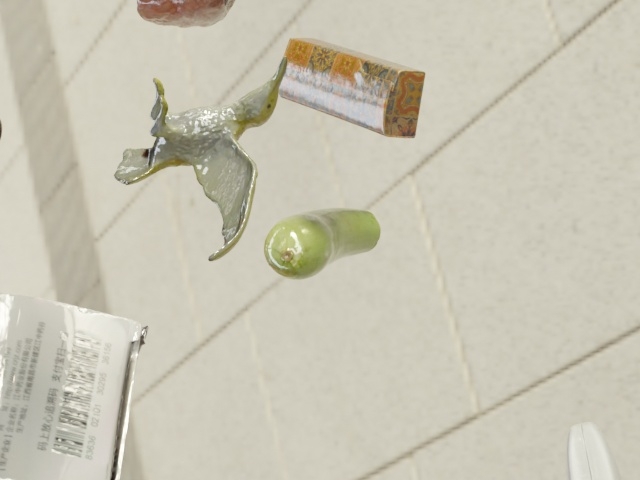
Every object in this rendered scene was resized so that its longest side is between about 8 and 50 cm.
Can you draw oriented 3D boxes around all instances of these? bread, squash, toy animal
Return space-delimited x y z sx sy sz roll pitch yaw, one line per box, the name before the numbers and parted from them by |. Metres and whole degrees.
bread | -0.147 -0.348 1.765 0.244 0.123 0.190 -52 -30 -83
squash | 0.000 0.000 1.867 0.083 0.250 0.083 3 97 22
toy animal | -0.090 -0.089 1.147 0.155 0.095 0.219 -61 23 30

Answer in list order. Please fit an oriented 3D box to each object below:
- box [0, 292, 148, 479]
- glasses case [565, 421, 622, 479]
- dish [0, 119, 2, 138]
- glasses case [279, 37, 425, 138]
box | -0.249 0.200 1.229 0.333 0.145 0.173 117 162 -52
glasses case | 0.243 0.241 1.267 0.197 0.049 0.076 -91 -18 -51
dish | -0.386 -0.121 1.418 0.141 0.141 0.078 -55 51 44
glasses case | 0.030 -0.174 1.657 0.218 0.049 0.075 27 113 52
